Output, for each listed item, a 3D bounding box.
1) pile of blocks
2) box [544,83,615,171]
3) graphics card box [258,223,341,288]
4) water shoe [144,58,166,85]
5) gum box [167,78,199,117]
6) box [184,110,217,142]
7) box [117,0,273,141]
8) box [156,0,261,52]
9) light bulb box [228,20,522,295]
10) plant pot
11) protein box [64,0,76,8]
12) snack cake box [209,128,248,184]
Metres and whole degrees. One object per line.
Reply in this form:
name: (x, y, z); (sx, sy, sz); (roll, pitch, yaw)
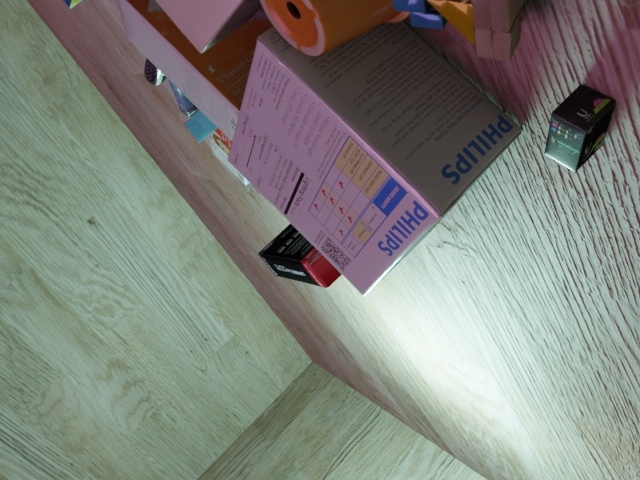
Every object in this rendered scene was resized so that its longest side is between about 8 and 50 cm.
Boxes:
pile of blocks: (0.103, -0.357, 0.764); (0.362, 0.113, 0.149); (41, 151, -20)
box: (0.327, -0.141, 0.852); (0.052, 0.062, 0.083); (39, 162, 29)
graphics card box: (0.000, 0.000, 1.719); (0.094, 0.233, 0.371); (51, 163, -18)
water shoe: (-0.439, -0.526, 1.873); (0.073, 0.080, 0.203); (42, 139, 4)
gum box: (-0.290, -0.406, 1.615); (0.041, 0.157, 0.184); (40, 163, 22)
box: (-0.219, -0.322, 1.584); (0.060, 0.100, 0.244); (51, 141, -14)
box: (-0.197, -0.390, 1.315); (0.345, 0.215, 0.168); (44, 164, 6)
box: (-0.136, -0.429, 1.048); (0.127, 0.149, 0.232); (49, 141, -11)
light bulb box: (0.064, -0.153, 1.110); (0.361, 0.225, 0.358); (45, 154, 6)
plant pot: (0.025, -0.352, 0.886); (0.205, 0.188, 0.205); (42, 163, 16)
protein box: (-0.669, -0.757, 1.770); (0.200, 0.136, 0.201); (52, 163, -18)
snack cake box: (-0.238, -0.285, 1.897); (0.152, 0.089, 0.264); (45, 164, 13)
